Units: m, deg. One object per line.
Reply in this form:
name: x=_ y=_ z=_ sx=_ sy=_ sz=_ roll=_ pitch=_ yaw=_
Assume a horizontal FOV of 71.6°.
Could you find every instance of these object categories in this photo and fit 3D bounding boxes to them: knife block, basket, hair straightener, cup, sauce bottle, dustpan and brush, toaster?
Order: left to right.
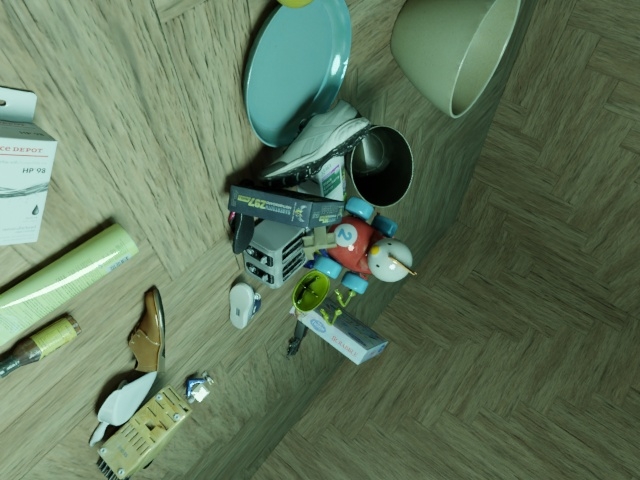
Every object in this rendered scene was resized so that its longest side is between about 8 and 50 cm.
sauce bottle: x=-0.461 y=0.173 z=0.725 sx=0.128 sy=0.042 sz=0.042 roll=-36 pitch=150 yaw=-37
dustpan and brush: x=-0.463 y=0.387 z=1.005 sx=0.211 sy=0.060 sz=0.147 roll=-66 pitch=170 yaw=6
knife block: x=-0.429 y=0.492 z=1.109 sx=0.276 sy=0.088 sz=0.242 roll=-44 pitch=169 yaw=-14
toaster: x=-0.107 y=0.012 z=1.156 sx=0.186 sy=0.110 sz=0.168 roll=-43 pitch=155 yaw=-32
hair straightener: x=-0.107 y=0.405 z=1.792 sx=0.089 sy=0.047 sz=0.230 roll=-26 pitch=147 yaw=-52
basket: x=0.127 y=-0.217 z=1.148 sx=0.154 sy=0.227 sz=0.204 roll=-16 pitch=117 yaw=-4
cup: x=0.329 y=-0.525 z=1.169 sx=0.331 sy=0.237 sz=0.331 roll=-44 pitch=154 yaw=-28

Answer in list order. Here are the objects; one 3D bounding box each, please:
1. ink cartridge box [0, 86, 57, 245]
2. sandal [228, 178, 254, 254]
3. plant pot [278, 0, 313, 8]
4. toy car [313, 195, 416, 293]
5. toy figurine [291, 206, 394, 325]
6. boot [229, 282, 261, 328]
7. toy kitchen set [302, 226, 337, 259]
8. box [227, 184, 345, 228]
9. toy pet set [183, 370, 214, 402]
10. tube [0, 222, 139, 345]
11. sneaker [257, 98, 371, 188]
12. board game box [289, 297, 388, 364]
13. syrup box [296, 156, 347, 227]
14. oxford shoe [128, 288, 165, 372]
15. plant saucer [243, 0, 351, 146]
ink cartridge box: x=-0.382 y=-0.083 z=0.515 sx=0.104 sy=0.060 sz=0.180 roll=-13 pitch=132 yaw=-59
sandal: x=-0.183 y=-0.056 z=1.013 sx=0.067 sy=0.040 sz=0.179 roll=-29 pitch=131 yaw=-59
plant pot: x=-0.038 y=-0.431 z=0.702 sx=0.134 sy=0.134 sz=0.095 roll=-49 pitch=178 yaw=-20
toy car: x=0.143 y=0.032 z=1.135 sx=0.210 sy=0.238 sz=0.219 roll=32 pitch=83 yaw=-35
toy figurine: x=0.020 y=0.046 z=1.336 sx=0.191 sy=0.217 sz=0.362 roll=40 pitch=80 yaw=-34
boot: x=-0.203 y=0.161 z=1.230 sx=0.086 sy=0.069 sz=0.190 roll=-47 pitch=165 yaw=-42
toy kitchen set: x=0.000 y=0.000 z=1.131 sx=0.075 sy=0.083 sz=0.068 roll=71 pitch=13 yaw=-63
box: x=-0.065 y=-0.077 z=0.977 sx=0.233 sy=0.184 sz=0.059 roll=-18 pitch=119 yaw=-70
toy pet set: x=-0.368 y=0.424 z=1.268 sx=0.122 sy=0.065 sz=0.114 roll=-43 pitch=-171 yaw=-24
tube: x=-0.402 y=0.062 z=0.685 sx=0.240 sy=0.062 sz=0.070 roll=-41 pitch=112 yaw=-25
sneaker: x=-0.024 y=-0.206 z=0.961 sx=0.272 sy=0.108 sz=0.100 roll=-36 pitch=172 yaw=-11
board game box: x=0.079 y=0.335 z=1.706 sx=0.065 sy=0.319 sz=0.318 roll=-59 pitch=157 yaw=6
syrup box: x=0.001 y=-0.151 z=1.155 sx=0.093 sy=0.096 sz=0.236 roll=-45 pitch=152 yaw=-24
oxford shoe: x=-0.364 y=0.197 z=0.932 sx=0.076 sy=0.076 sz=0.212 roll=2 pitch=115 yaw=-19
plant saucer: x=-0.048 y=-0.342 z=0.890 sx=0.317 sy=0.044 sz=0.317 roll=-45 pitch=154 yaw=-28
